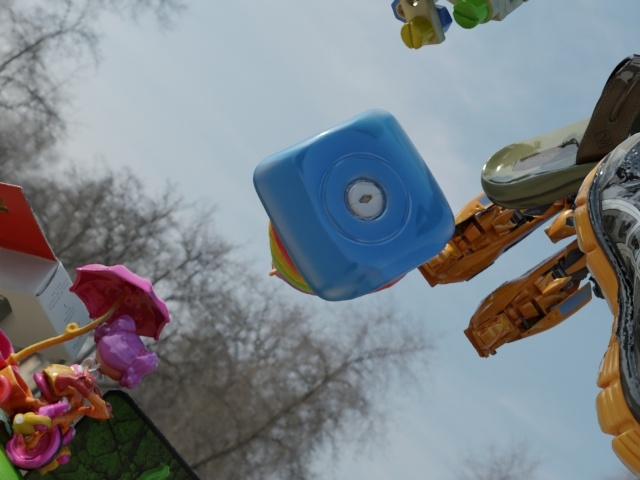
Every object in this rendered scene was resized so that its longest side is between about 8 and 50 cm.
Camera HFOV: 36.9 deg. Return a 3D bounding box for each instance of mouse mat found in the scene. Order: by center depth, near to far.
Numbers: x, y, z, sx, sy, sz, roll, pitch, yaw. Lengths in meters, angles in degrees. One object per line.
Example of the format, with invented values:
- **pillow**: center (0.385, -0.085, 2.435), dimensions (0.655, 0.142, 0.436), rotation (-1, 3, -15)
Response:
- **mouse mat**: center (-0.170, 0.226, 0.752), dimensions (0.152, 0.189, 0.007), rotation (47, 18, 7)

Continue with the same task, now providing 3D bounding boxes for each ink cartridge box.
- **ink cartridge box**: center (-0.411, 0.017, 1.065), dimensions (0.275, 0.060, 0.239), rotation (12, -36, 19)

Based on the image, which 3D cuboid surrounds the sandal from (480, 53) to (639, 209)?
- **sandal**: center (0.263, -0.109, 0.843), dimensions (0.302, 0.120, 0.086), rotation (-20, -68, 34)

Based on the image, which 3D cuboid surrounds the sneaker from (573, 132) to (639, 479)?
- **sneaker**: center (0.176, 0.014, 0.445), dimensions (0.084, 0.215, 0.083), rotation (21, -48, -12)

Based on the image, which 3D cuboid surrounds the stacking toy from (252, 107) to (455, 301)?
- **stacking toy**: center (0.000, 0.000, 1.049), dimensions (0.166, 0.175, 0.302), rotation (60, -23, 5)

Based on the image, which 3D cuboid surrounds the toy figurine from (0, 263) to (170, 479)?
- **toy figurine**: center (-0.183, 0.088, 0.708), dimensions (0.173, 0.159, 0.130), rotation (51, -14, 37)

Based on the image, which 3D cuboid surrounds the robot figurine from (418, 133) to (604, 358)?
- **robot figurine**: center (0.267, -0.001, 1.118), dimensions (0.211, 0.291, 0.085), rotation (54, 0, 8)

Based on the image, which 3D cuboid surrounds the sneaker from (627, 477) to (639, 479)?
- **sneaker**: center (0.283, 0.233, 0.719), dimensions (0.341, 0.139, 0.125), rotation (-26, -121, 61)

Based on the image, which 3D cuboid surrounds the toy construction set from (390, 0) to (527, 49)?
- **toy construction set**: center (0.113, -0.329, 0.877), dimensions (0.215, 0.151, 0.328), rotation (19, -30, 41)
